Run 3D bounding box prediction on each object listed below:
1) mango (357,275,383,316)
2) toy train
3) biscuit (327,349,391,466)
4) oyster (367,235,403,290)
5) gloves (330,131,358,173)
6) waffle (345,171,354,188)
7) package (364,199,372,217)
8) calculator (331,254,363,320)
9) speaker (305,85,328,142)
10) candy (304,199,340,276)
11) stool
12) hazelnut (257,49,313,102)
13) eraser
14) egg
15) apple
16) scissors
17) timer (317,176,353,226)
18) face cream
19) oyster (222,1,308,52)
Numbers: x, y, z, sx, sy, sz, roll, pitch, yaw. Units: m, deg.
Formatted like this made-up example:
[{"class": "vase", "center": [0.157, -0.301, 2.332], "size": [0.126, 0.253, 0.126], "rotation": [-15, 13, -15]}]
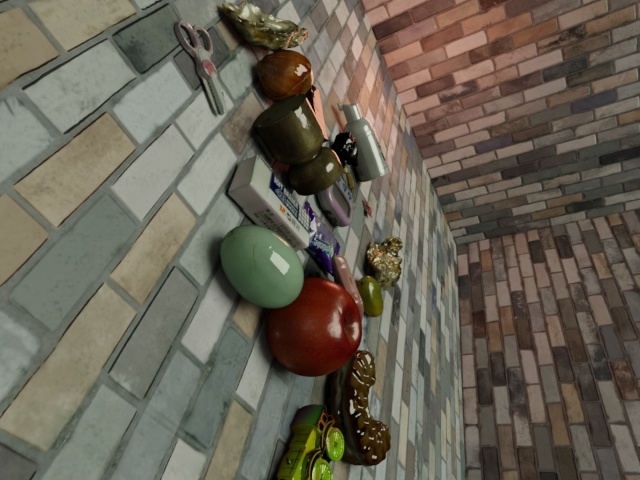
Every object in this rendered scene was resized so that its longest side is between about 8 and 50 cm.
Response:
[{"class": "mango", "center": [0.204, 0.231, 1.691], "size": [0.190, 0.086, 0.122], "rotation": [67, 25, -16]}, {"class": "toy train", "center": [-0.037, 0.564, 1.052], "size": [0.160, 0.101, 0.296], "rotation": [59, 31, -16]}, {"class": "biscuit", "center": [0.124, 0.547, 1.353], "size": [0.268, 0.115, 0.365], "rotation": [-23, 97, -64]}, {"class": "oyster", "center": [0.301, 0.107, 1.905], "size": [0.351, 0.115, 0.237], "rotation": [-8, 85, -64]}, {"class": "gloves", "center": [0.123, -0.364, 1.791], "size": [0.181, 0.107, 0.128], "rotation": [32, 48, -49]}, {"class": "waffle", "center": [0.130, -0.216, 1.758], "size": [0.152, 0.024, 0.097], "rotation": [-98, 173, -58]}, {"class": "package", "center": [0.221, -0.150, 1.969], "size": [0.059, 0.029, 0.083], "rotation": [34, 40, -58]}, {"class": "calculator", "center": [0.085, 0.178, 1.368], "size": [0.329, 0.048, 0.219], "rotation": [88, -17, -64]}, {"class": "speaker", "center": [-0.022, -0.490, 1.634], "size": [0.082, 0.044, 0.217], "rotation": [7, 71, -62]}, {"class": "candy", "center": [0.000, 0.000, 1.421], "size": [0.275, 0.070, 0.145], "rotation": [52, 41, -47]}, {"class": "stool", "center": [-0.063, -0.294, 1.311], "size": [0.264, 0.179, 0.179], "rotation": [56, 33, -33]}, {"class": "hazelnut", "center": [-0.111, -0.527, 1.345], "size": [0.182, 0.182, 0.181], "rotation": [37, 46, -52]}, {"class": "eraser", "center": [-0.133, -0.094, 1.184], "size": [0.287, 0.086, 0.130], "rotation": [51, 35, -41]}, {"class": "egg", "center": [-0.138, 0.062, 1.004], "size": [0.230, 0.168, 0.168], "rotation": [51, 34, -20]}, {"class": "apple", "center": [-0.011, 0.233, 1.126], "size": [0.260, 0.217, 0.260], "rotation": [31, 54, -57]}, {"class": "scissors", "center": [-0.296, -0.443, 1.089], "size": [0.118, 0.031, 0.241], "rotation": [-27, 100, -62]}, {"class": "timer", "center": [0.058, -0.162, 1.609], "size": [0.208, 0.069, 0.190], "rotation": [53, 33, -40]}, {"class": "face cream", "center": [0.186, -0.461, 1.914], "size": [0.369, 0.146, 0.145], "rotation": [68, 28, -19]}, {"class": "oyster", "center": [-0.162, -0.666, 1.348], "size": [0.166, 0.110, 0.341], "rotation": [39, 29, 11]}]
